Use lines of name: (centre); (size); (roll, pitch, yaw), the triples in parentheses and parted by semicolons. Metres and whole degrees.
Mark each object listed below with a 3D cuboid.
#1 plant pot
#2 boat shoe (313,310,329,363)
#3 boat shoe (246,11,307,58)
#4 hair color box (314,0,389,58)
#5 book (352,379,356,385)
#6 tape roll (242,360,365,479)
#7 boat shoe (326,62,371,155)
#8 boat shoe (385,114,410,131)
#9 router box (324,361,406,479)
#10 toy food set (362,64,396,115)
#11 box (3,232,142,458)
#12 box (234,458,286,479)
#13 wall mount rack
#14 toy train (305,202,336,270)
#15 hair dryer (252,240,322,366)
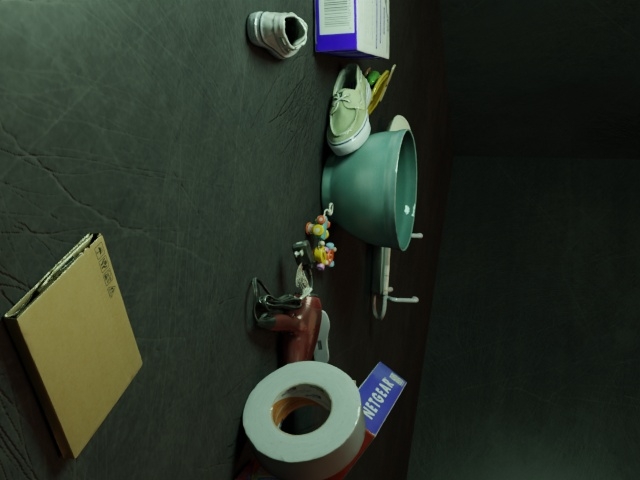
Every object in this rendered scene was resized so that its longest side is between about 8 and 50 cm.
plant pot: (0.116, -0.126, 1.747); (0.293, 0.196, 0.293); (4, 90, -74)
boat shoe: (-0.002, 0.225, 1.692); (0.040, 0.049, 0.142); (-96, -176, -70)
boat shoe: (-0.060, -0.379, 1.326); (0.226, 0.075, 0.083); (-40, 131, -67)
hair color box: (0.081, -0.535, 1.713); (0.339, 0.110, 0.185); (-28, 118, -69)
book: (-0.006, 0.313, 1.514); (0.096, 0.144, 0.035); (-10, 100, -73)
tape roll: (-0.029, 0.329, 1.315); (0.219, 0.219, 0.072); (-69, 156, -45)
boat shoe: (0.061, -0.320, 1.731); (0.302, 0.109, 0.094); (-81, 149, -47)
boat shoe: (0.222, -0.246, 2.257); (0.109, 0.091, 0.305); (16, 72, -35)
router box: (0.041, 0.443, 1.548); (0.301, 0.082, 0.335); (-56, 170, 17)
toy food set: (0.135, -0.424, 1.995); (0.218, 0.071, 0.128); (-55, 168, -57)
box: (-0.272, 0.118, 0.816); (0.164, 0.021, 0.201); (-62, 151, -54)
box: (-0.093, 0.550, 1.308); (0.128, 0.122, 0.257); (-28, 120, -71)
wall mount rack: (0.226, 0.075, 2.286); (0.304, 0.130, 0.351); (-165, -102, -75)
toy train: (0.000, 0.000, 1.655); (0.125, 0.046, 0.166); (-61, 153, -57)
hair dryer: (-0.074, 0.164, 1.437); (0.223, 0.080, 0.294); (-43, 129, -46)
